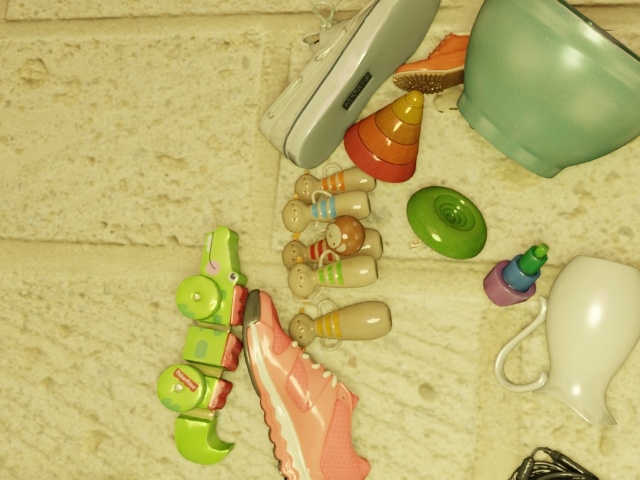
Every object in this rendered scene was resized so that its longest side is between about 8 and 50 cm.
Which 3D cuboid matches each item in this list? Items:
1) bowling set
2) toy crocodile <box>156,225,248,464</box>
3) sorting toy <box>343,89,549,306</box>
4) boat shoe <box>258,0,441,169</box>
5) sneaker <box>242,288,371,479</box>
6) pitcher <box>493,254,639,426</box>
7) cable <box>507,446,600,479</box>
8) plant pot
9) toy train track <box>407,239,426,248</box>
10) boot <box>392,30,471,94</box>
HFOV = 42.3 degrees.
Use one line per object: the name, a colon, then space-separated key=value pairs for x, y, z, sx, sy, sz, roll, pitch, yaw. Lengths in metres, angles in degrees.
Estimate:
bowling set: x=0.000 y=0.000 z=1.164 sx=0.154 sy=0.200 sz=0.287 roll=-9 pitch=71 yaw=12
toy crocodile: x=-0.156 y=0.148 z=1.197 sx=0.105 sy=0.115 sz=0.340 roll=8 pitch=80 yaw=9
sorting toy: x=0.186 y=-0.076 z=1.153 sx=0.127 sy=0.126 sz=0.365 roll=-22 pitch=65 yaw=-41
boat shoe: x=0.031 y=-0.292 z=1.273 sx=0.156 sy=0.136 sz=0.367 roll=38 pitch=93 yaw=26
sneaker: x=-0.021 y=0.210 z=1.159 sx=0.136 sy=0.116 sz=0.314 roll=-17 pitch=86 yaw=-5
pitcher: x=0.333 y=0.123 z=1.108 sx=0.178 sy=0.125 sz=0.207 roll=15 pitch=90 yaw=30
cable: x=0.321 y=0.370 z=1.076 sx=0.184 sy=0.047 sz=0.150 roll=34 pitch=85 yaw=17
plant pot: x=0.310 y=-0.211 z=1.126 sx=0.293 sy=0.293 sz=0.196 roll=45 pitch=114 yaw=18
toy train track: x=0.170 y=-0.003 z=1.220 sx=0.083 sy=0.014 sz=0.048 roll=-15 pitch=73 yaw=8
boot: x=0.185 y=-0.275 z=1.267 sx=0.158 sy=0.059 sz=0.084 roll=-8 pitch=71 yaw=1
